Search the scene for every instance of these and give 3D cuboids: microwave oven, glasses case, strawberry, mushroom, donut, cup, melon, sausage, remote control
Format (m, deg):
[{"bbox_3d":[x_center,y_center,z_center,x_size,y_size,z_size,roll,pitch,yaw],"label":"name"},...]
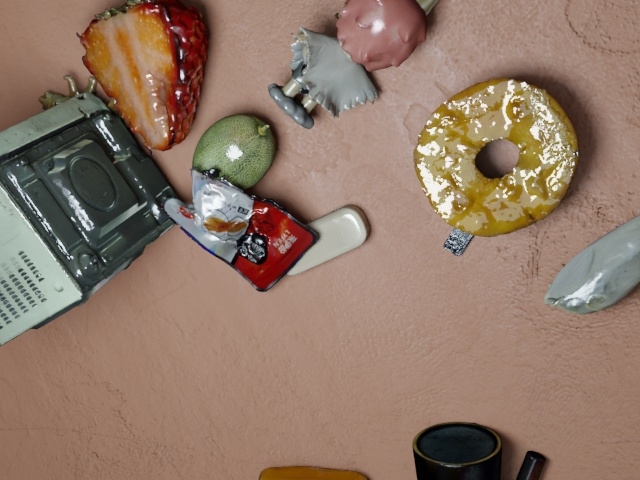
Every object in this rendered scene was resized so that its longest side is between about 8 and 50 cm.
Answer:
[{"bbox_3d":[-0.481,-0.059,1.664,0.247,0.394,0.333,-31,101,27],"label":"microwave oven"},{"bbox_3d":[0.000,0.000,1.751,0.196,0.050,0.083,-24,98,20],"label":"glasses case"},{"bbox_3d":[-0.288,-0.337,1.713,0.253,0.150,0.280,-31,95,40],"label":"strawberry"},{"bbox_3d":[0.545,0.021,1.576,0.351,0.097,0.109,-37,91,18],"label":"mushroom"},{"bbox_3d":[0.309,-0.146,1.593,0.278,0.108,0.277,2,100,14],"label":"donut"},{"bbox_3d":[0.296,0.459,1.712,0.239,0.166,0.177,0,106,17],"label":"cup"},{"bbox_3d":[-0.159,-0.163,1.711,0.192,0.139,0.139,-37,90,31],"label":"melon"},{"bbox_3d":[-0.018,0.506,1.851,0.238,0.098,0.098,0,102,15],"label":"sausage"},{"bbox_3d":[0.266,-0.018,1.689,0.039,0.014,0.096,34,110,8],"label":"remote control"}]

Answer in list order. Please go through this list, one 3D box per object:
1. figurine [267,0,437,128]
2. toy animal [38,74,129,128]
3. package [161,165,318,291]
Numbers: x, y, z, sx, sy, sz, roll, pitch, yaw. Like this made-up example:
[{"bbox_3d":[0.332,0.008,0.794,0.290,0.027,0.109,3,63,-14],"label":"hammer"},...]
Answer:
[{"bbox_3d":[0.075,-0.358,1.602,0.387,0.166,0.207,-42,122,18],"label":"figurine"},{"bbox_3d":[-0.448,-0.267,1.822,0.241,0.057,0.099,21,114,9],"label":"toy animal"},{"bbox_3d":[-0.159,-0.028,1.714,0.269,0.071,0.194,32,134,-19],"label":"package"}]
